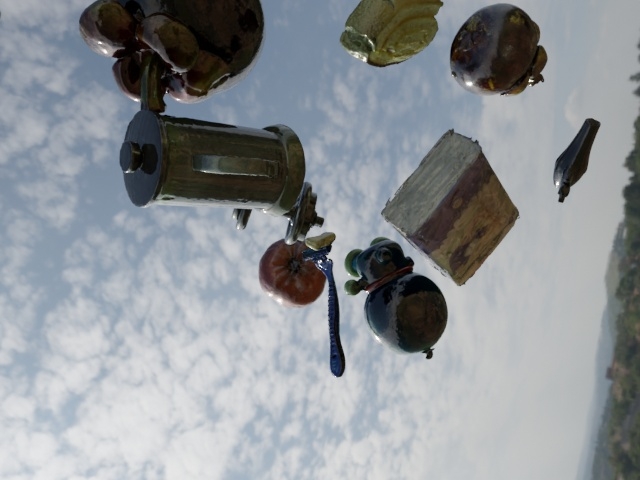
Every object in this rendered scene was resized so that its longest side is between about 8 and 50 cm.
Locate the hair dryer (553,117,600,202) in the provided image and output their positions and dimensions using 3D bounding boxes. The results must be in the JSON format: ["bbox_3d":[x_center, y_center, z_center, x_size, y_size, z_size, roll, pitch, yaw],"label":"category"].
[{"bbox_3d":[0.248,-0.070,0.572,0.083,0.031,0.079,-57,-18,-44],"label":"hair dryer"}]

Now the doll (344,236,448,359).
[{"bbox_3d":[0.182,0.139,1.395,0.199,0.321,0.186,-31,-9,-11],"label":"doll"}]

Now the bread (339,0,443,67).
[{"bbox_3d":[0.163,-0.511,1.378,0.257,0.124,0.186,-25,-21,-34],"label":"bread"}]

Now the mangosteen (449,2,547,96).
[{"bbox_3d":[0.391,-0.394,1.252,0.217,0.192,0.192,19,-100,-28],"label":"mangosteen"}]

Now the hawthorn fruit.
[{"bbox_3d":[-0.089,0.118,1.983,0.271,0.242,0.241,92,-163,-70],"label":"hawthorn fruit"}]

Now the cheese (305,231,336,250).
[{"bbox_3d":[0.000,0.000,1.323,0.083,0.044,0.030,-29,-47,-55],"label":"cheese"}]

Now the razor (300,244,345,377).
[{"bbox_3d":[0.027,0.170,1.430,0.056,0.093,0.323,0,-103,-47],"label":"razor"}]

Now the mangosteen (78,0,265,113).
[{"bbox_3d":[-0.332,-0.480,1.319,0.435,0.382,0.382,-56,-34,-21],"label":"mangosteen"}]

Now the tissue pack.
[{"bbox_3d":[0.305,-0.059,1.318,0.242,0.125,0.344,-52,-37,1],"label":"tissue pack"}]

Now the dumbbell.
[{"bbox_3d":[-0.128,-0.094,1.619,0.192,0.290,0.191,-162,90,-81],"label":"dumbbell"}]

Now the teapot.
[{"bbox_3d":[-0.203,-0.145,1.128,0.337,0.271,0.200,0,-81,-40],"label":"teapot"}]
